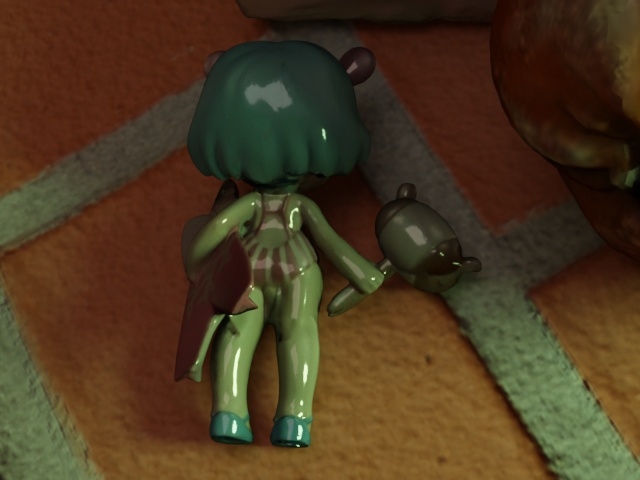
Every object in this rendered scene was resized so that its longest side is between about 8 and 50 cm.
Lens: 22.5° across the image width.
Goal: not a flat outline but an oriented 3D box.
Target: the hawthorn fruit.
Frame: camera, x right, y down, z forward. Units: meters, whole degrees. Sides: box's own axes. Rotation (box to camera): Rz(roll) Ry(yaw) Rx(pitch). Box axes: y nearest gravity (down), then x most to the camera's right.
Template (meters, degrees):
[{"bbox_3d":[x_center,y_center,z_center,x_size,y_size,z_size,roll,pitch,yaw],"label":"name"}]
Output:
[{"bbox_3d":[0.235,-0.104,0.858,0.284,0.284,0.284,-7,61,13],"label":"hawthorn fruit"}]

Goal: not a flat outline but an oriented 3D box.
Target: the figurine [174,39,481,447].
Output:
[{"bbox_3d":[-0.010,-0.004,0.972,0.205,0.103,0.260,-1,72,19],"label":"figurine"}]

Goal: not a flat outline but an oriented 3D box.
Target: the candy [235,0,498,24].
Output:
[{"bbox_3d":[0.063,-0.222,1.036,0.265,0.155,0.115,2,59,18],"label":"candy"}]
